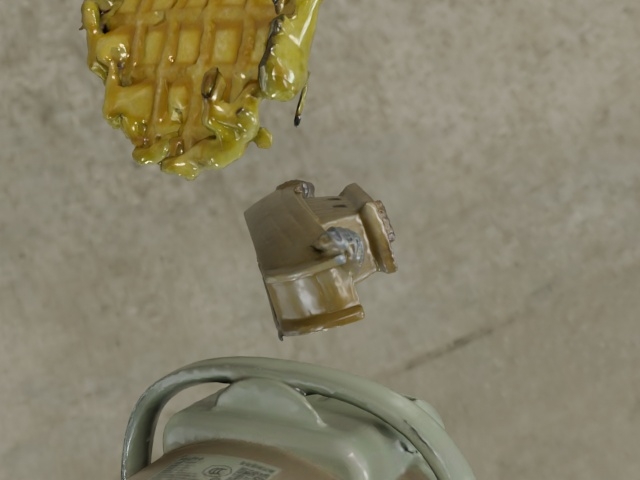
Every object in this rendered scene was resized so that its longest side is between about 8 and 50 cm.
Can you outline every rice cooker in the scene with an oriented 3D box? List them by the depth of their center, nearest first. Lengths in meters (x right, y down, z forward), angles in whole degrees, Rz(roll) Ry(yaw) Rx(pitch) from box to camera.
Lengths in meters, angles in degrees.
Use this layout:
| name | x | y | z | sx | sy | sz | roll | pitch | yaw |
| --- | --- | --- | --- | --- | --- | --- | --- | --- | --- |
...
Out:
| name | x | y | z | sx | sy | sz | roll | pitch | yaw |
| --- | --- | --- | --- | --- | --- | --- | --- | --- | --- |
| rice cooker | -0.010 | 0.140 | 0.459 | 0.127 | 0.145 | 0.206 | -29 | 116 | -49 |

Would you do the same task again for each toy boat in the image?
| name | x | y | z | sx | sy | sz | roll | pitch | yaw |
| --- | --- | --- | --- | --- | --- | --- | --- | --- | --- |
| toy boat | 0.000 | 0.000 | 1.327 | 0.121 | 0.321 | 0.089 | -21 | 104 | -1 |

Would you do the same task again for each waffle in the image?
| name | x | y | z | sx | sy | sz | roll | pitch | yaw |
| --- | --- | --- | --- | --- | --- | --- | --- | --- | --- |
| waffle | -0.075 | -0.185 | 1.070 | 0.060 | 0.280 | 0.262 | 19 | 124 | -41 |
